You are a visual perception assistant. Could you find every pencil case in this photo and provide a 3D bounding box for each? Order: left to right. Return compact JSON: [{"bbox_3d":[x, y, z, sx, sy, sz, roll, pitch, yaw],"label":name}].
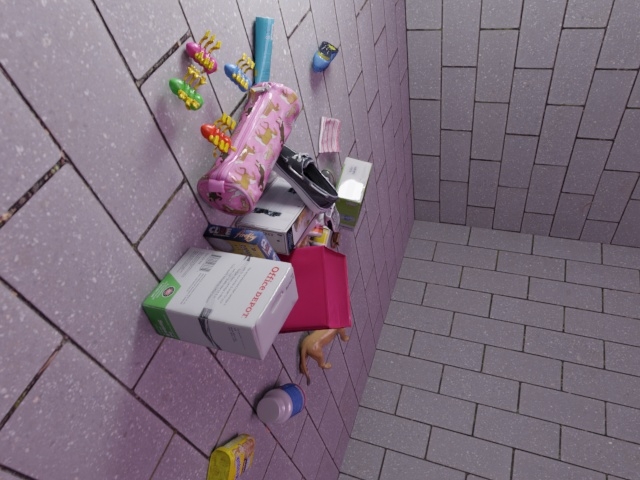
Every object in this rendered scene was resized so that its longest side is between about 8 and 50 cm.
[{"bbox_3d":[-0.184,-0.248,1.251,0.167,0.160,0.386,39,58,-33],"label":"pencil case"}]

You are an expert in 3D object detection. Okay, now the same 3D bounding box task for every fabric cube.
[{"bbox_3d":[-0.063,0.168,1.515,0.259,0.258,0.254,28,57,-68],"label":"fabric cube"}]

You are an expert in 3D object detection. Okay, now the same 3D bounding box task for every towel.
[{"bbox_3d":[0.040,-0.436,1.950,0.197,0.029,0.144,-25,120,-66],"label":"towel"}]

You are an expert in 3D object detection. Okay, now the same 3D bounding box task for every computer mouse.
[{"bbox_3d":[0.025,-0.093,1.577,0.193,0.042,0.106,69,33,-55],"label":"computer mouse"}]

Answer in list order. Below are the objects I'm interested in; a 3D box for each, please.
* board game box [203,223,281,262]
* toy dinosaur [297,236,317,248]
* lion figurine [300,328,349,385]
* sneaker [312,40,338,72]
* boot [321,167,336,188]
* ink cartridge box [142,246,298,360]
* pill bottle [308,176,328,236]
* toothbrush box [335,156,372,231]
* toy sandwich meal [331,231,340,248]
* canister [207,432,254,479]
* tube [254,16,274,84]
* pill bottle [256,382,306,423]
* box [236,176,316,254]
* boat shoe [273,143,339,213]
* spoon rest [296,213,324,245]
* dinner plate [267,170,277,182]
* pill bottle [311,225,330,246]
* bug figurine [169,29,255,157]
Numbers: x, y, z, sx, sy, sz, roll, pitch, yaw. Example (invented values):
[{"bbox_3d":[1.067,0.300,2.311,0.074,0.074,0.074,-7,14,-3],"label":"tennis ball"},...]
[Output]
[{"bbox_3d":[-0.200,0.046,1.312,0.243,0.165,0.042,67,37,-56],"label":"board game box"},{"bbox_3d":[-0.067,0.024,1.846,0.092,0.053,0.183,29,80,-50],"label":"toy dinosaur"},{"bbox_3d":[0.007,0.417,2.059,0.392,0.142,0.240,-57,141,-40],"label":"lion figurine"},{"bbox_3d":[0.012,-0.682,1.746,0.082,0.069,0.209,-55,-173,36],"label":"sneaker"},{"bbox_3d":[-0.008,-0.169,1.889,0.208,0.076,0.190,-44,138,-48],"label":"boot"},{"bbox_3d":[-0.225,0.141,1.104,0.211,0.289,0.122,-60,150,-44],"label":"ink cartridge box"},{"bbox_3d":[-0.036,-0.128,1.739,0.121,0.121,0.221,15,84,-69],"label":"pill bottle"},{"bbox_3d":[0.133,-0.197,2.064,0.283,0.122,0.206,90,16,-66],"label":"toothbrush box"},{"bbox_3d":[0.075,-0.001,2.215,0.085,0.029,0.086,9,90,-70],"label":"toy sandwich meal"},{"bbox_3d":[-0.281,0.703,1.497,0.170,0.073,0.126,11,88,-71],"label":"canister"},{"bbox_3d":[-0.164,-0.529,1.349,0.080,0.052,0.207,-34,134,-57],"label":"tube"},{"bbox_3d":[-0.146,0.608,1.742,0.221,0.124,0.124,21,78,-70],"label":"pill bottle"},{"bbox_3d":[-0.120,-0.085,1.473,0.290,0.169,0.087,-59,153,-48],"label":"box"},{"bbox_3d":[-0.062,-0.220,1.420,0.108,0.301,0.102,-35,174,-48],"label":"boat shoe"},{"bbox_3d":[-0.083,-0.051,1.590,0.276,0.084,0.137,-41,130,-23],"label":"spoon rest"},{"bbox_3d":[-0.158,-0.256,1.516,0.141,0.017,0.141,10,90,-70],"label":"dinner plate"},{"bbox_3d":[0.000,0.000,1.967,0.065,0.065,0.116,48,53,-64],"label":"pill bottle"},{"bbox_3d":[-0.249,-0.347,1.101,0.216,0.072,0.279,42,52,-46],"label":"bug figurine"}]
